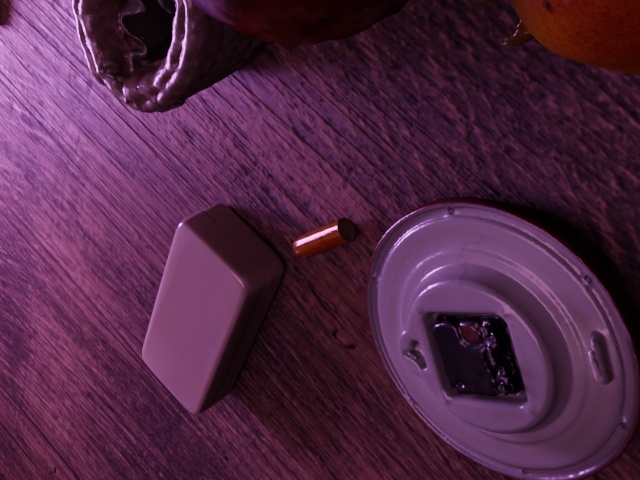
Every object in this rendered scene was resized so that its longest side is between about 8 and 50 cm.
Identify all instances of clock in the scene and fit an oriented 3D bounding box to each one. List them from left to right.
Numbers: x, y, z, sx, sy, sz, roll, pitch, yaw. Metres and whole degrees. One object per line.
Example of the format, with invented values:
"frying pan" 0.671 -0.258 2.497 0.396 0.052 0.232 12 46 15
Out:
"clock" 0.171 0.107 0.832 0.319 0.080 0.318 24 128 33

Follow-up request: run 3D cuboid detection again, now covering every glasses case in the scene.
"glasses case" -0.162 0.107 1.170 0.144 0.076 0.336 44 137 16

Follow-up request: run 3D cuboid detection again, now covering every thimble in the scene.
"thimble" -0.158 -0.258 0.898 0.196 0.148 0.229 36 137 22

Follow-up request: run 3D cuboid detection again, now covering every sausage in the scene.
"sausage" 0.000 0.000 0.978 0.107 0.031 0.031 -23 96 51

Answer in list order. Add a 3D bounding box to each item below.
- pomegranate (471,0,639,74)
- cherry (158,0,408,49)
"pomegranate" 0.200 -0.205 0.521 0.257 0.221 0.220 -25 94 57
"cherry" -0.034 -0.320 0.587 0.327 0.291 0.334 21 97 11
